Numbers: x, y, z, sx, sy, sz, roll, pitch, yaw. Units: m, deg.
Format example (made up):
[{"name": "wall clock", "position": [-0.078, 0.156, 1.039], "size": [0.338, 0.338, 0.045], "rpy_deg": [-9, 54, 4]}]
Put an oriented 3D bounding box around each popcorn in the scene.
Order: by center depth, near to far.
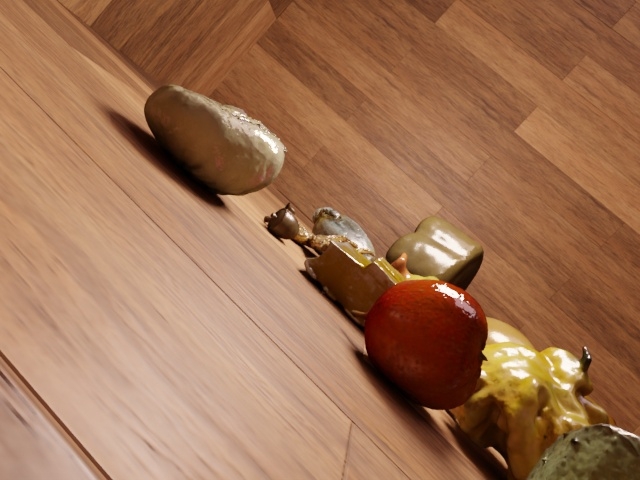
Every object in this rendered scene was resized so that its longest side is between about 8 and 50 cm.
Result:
[{"name": "popcorn", "position": [0.381, 0.300, 0.719], "size": [0.316, 0.281, 0.297], "rpy_deg": [31, 21, 1]}]

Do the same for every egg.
[{"name": "egg", "position": [0.522, 0.367, 1.271], "size": [0.250, 0.250, 0.322], "rpy_deg": [41, -19, -21]}]

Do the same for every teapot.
[{"name": "teapot", "position": [-0.099, -0.050, 1.024], "size": [0.080, 0.085, 0.110], "rpy_deg": [43, -16, -29]}]

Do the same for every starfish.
[{"name": "starfish", "position": [-0.002, 0.004, 1.230], "size": [0.299, 0.060, 0.302], "rpy_deg": [24, 10, 22]}]

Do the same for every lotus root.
[{"name": "lotus root", "position": [0.088, 0.024, 1.447], "size": [0.175, 0.175, 0.349], "rpy_deg": [38, 13, -50]}]

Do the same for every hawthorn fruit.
[{"name": "hawthorn fruit", "position": [0.151, 0.150, 0.656], "size": [0.226, 0.196, 0.196], "rpy_deg": [18, -7, 23]}]

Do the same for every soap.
[{"name": "soap", "position": [0.105, 0.106, 0.957], "size": [0.259, 0.143, 0.281], "rpy_deg": [41, 8, 8]}]

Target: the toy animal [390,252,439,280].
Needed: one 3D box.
[{"name": "toy animal", "position": [0.287, 0.218, 1.199], "size": [0.338, 0.216, 0.191], "rpy_deg": [47, 31, 11]}]

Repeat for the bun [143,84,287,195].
[{"name": "bun", "position": [-0.204, -0.186, 0.793], "size": [0.273, 0.168, 0.273], "rpy_deg": [30, 9, -5]}]

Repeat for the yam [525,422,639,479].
[{"name": "yam", "position": [0.321, 0.321, 0.387], "size": [0.271, 0.202, 0.201], "rpy_deg": [40, -18, -16]}]

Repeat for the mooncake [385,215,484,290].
[{"name": "mooncake", "position": [0.432, 0.144, 1.649], "size": [0.262, 0.467, 0.467], "rpy_deg": [37, 0, 30]}]
